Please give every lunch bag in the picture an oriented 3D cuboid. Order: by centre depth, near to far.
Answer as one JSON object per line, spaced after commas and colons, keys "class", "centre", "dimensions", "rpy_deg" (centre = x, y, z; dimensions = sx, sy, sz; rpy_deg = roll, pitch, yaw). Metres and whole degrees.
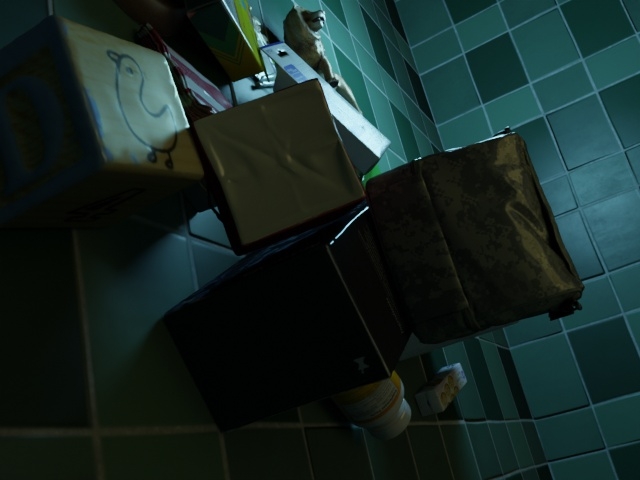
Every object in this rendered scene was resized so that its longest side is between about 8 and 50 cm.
{"class": "lunch bag", "centre": [0.249, 0.001, 1.083], "dimensions": [0.212, 0.256, 0.305], "rpy_deg": [13, 57, -62]}

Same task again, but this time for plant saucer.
{"class": "plant saucer", "centre": [-0.348, -0.547, 1.305], "dimensions": [0.310, 0.050, 0.311], "rpy_deg": [46, 30, -38]}

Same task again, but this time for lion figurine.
{"class": "lion figurine", "centre": [0.008, -0.471, 1.947], "dimensions": [0.392, 0.142, 0.240], "rpy_deg": [57, 13, -58]}

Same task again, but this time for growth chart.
{"class": "growth chart", "centre": [-0.162, -0.486, 1.690], "dimensions": [0.237, 0.021, 0.172], "rpy_deg": [67, 22, 0]}

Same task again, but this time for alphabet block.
{"class": "alphabet block", "centre": [-0.297, -0.131, 0.845], "dimensions": [0.197, 0.193, 0.192], "rpy_deg": [-6, 76, -66]}

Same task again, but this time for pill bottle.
{"class": "pill bottle", "centre": [0.084, 0.287, 1.364], "dimensions": [0.246, 0.136, 0.136], "rpy_deg": [55, 26, -28]}

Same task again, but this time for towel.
{"class": "towel", "centre": [-0.194, -0.246, 1.219], "dimensions": [0.237, 0.037, 0.329], "rpy_deg": [36, 14, -52]}

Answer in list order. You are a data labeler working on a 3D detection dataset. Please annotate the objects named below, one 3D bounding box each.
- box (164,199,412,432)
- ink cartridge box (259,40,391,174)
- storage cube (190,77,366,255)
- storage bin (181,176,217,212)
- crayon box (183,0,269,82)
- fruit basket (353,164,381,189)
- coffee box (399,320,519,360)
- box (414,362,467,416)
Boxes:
{"class": "box", "centre": [-0.011, 0.098, 1.131], "dimensions": [0.212, 0.293, 0.395], "rpy_deg": [64, 22, -7]}
{"class": "ink cartridge box", "centre": [0.005, -0.319, 1.606], "dimensions": [0.371, 0.069, 0.176], "rpy_deg": [44, 25, -4]}
{"class": "storage cube", "centre": [-0.065, -0.099, 0.985], "dimensions": [0.193, 0.215, 0.184], "rpy_deg": [148, -80, -81]}
{"class": "storage bin", "centre": [-0.200, -0.111, 1.168], "dimensions": [0.135, 0.091, 0.098], "rpy_deg": [55, 26, -25]}
{"class": "crayon box", "centre": [-0.207, -0.482, 1.447], "dimensions": [0.318, 0.081, 0.202], "rpy_deg": [51, 22, -68]}
{"class": "fruit basket", "centre": [0.006, -0.189, 1.675], "dimensions": [0.353, 0.165, 0.327], "rpy_deg": [44, 28, -13]}
{"class": "coffee box", "centre": [0.328, 0.076, 1.841], "dimensions": [0.334, 0.337, 0.338], "rpy_deg": [66, 23, -2]}
{"class": "box", "centre": [0.344, 0.417, 1.916], "dimensions": [0.324, 0.063, 0.067], "rpy_deg": [-6, 75, -66]}
